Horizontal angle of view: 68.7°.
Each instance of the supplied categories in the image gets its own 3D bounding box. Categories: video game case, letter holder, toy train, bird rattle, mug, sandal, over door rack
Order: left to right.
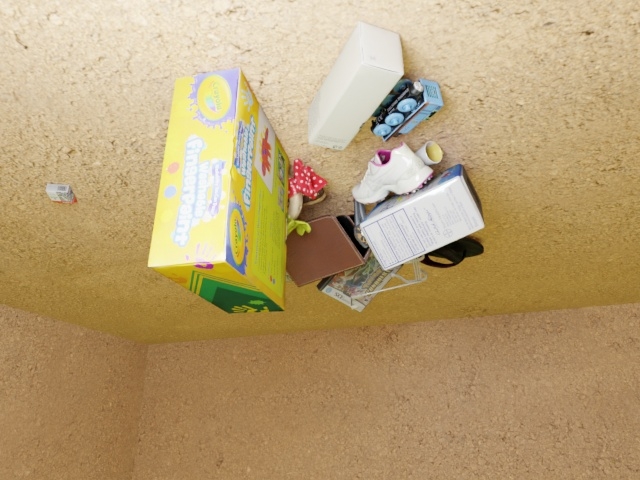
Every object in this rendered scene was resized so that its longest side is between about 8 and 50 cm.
[{"bbox_3d":[-0.110,-0.120,1.362,0.207,0.253,0.143,22,-152,21],"label":"bird rattle"},{"bbox_3d":[0.000,0.000,1.602,0.302,0.152,0.214,-23,112,36],"label":"letter holder"},{"bbox_3d":[0.159,0.137,1.846,0.248,0.035,0.274,33,104,-35],"label":"video game case"},{"bbox_3d":[0.230,0.095,1.764,0.325,0.108,0.239,-21,128,-2],"label":"over door rack"},{"bbox_3d":[0.192,-0.297,1.082,0.105,0.080,0.184,4,157,-26],"label":"toy train"},{"bbox_3d":[0.292,-0.226,1.276,0.078,0.062,0.064,22,157,-25],"label":"mug"},{"bbox_3d":[0.440,0.049,1.866,0.447,0.106,0.167,6,155,-14],"label":"sandal"}]

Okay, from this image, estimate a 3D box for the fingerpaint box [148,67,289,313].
[{"bbox_3d":[-0.204,-0.090,1.080,0.163,0.444,0.371,-5,157,12],"label":"fingerpaint box"}]

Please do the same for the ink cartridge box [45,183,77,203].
[{"bbox_3d":[-0.808,-0.137,1.468,0.063,0.029,0.115,4,156,-12],"label":"ink cartridge box"}]

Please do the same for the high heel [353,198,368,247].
[{"bbox_3d":[0.226,-0.049,1.525,0.262,0.186,0.093,7,155,-18],"label":"high heel"}]

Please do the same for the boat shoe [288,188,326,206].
[{"bbox_3d":[-0.087,-0.136,1.458,0.207,0.073,0.073,-21,138,21],"label":"boat shoe"}]

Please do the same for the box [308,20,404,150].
[{"bbox_3d":[0.063,-0.313,0.995,0.094,0.113,0.275,8,157,-21],"label":"box"}]

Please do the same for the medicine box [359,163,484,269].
[{"bbox_3d":[0.288,-0.072,1.304,0.290,0.149,0.263,-25,-173,22],"label":"medicine box"}]

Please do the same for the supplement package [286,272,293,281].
[{"bbox_3d":[-0.146,0.113,1.994,0.180,0.105,0.105,-7,156,11],"label":"supplement package"}]

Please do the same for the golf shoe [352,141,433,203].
[{"bbox_3d":[0.178,-0.191,1.325,0.140,0.115,0.306,52,150,-15],"label":"golf shoe"}]
